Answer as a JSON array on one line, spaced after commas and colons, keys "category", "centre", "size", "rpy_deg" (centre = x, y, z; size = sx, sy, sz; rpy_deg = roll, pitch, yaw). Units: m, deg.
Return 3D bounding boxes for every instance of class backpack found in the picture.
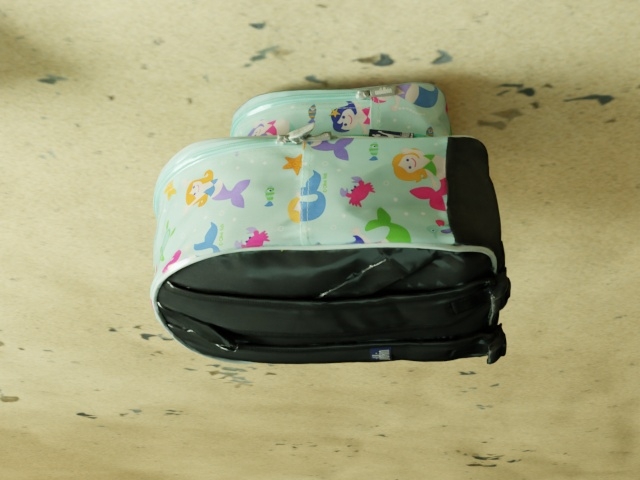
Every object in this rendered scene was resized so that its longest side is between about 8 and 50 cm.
[{"category": "backpack", "centre": [0.000, 0.000, 0.881], "size": [0.253, 0.191, 0.225], "rpy_deg": [-9, 153, 3]}]
